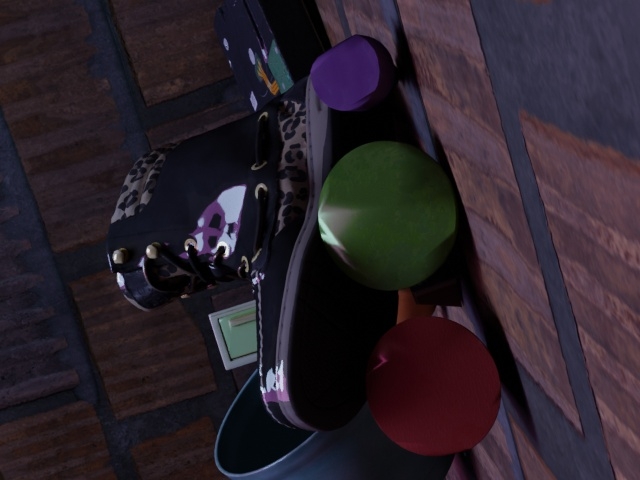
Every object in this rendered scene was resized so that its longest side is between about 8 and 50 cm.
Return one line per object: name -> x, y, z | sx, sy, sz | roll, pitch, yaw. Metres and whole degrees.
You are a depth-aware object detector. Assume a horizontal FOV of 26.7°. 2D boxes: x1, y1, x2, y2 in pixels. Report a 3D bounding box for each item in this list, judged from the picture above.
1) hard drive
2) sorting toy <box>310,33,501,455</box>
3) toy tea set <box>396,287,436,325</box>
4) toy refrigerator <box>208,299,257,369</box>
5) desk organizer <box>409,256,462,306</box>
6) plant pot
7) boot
hard drive -> -0.045, -0.206, 1.773 | 0.237, 0.064, 0.339 | 112, 137, -67
sorting toy -> 0.086, -0.001, 1.185 | 0.126, 0.127, 0.365 | -9, -97, -64
toy tea set -> -0.001, -0.011, 1.489 | 0.124, 0.200, 0.336 | 89, 159, -54
toy refrigerator -> -0.049, 0.133, 2.320 | 0.094, 0.269, 0.102 | 145, 108, -87
desk organizer -> 0.093, 0.010, 1.301 | 0.050, 0.047, 0.130 | 73, 178, -49
plant pot -> 0.041, 0.232, 1.654 | 0.196, 0.293, 0.293 | 46, -175, -18
boot -> -0.074, 0.020, 1.299 | 0.138, 0.284, 0.377 | 31, -127, -44
